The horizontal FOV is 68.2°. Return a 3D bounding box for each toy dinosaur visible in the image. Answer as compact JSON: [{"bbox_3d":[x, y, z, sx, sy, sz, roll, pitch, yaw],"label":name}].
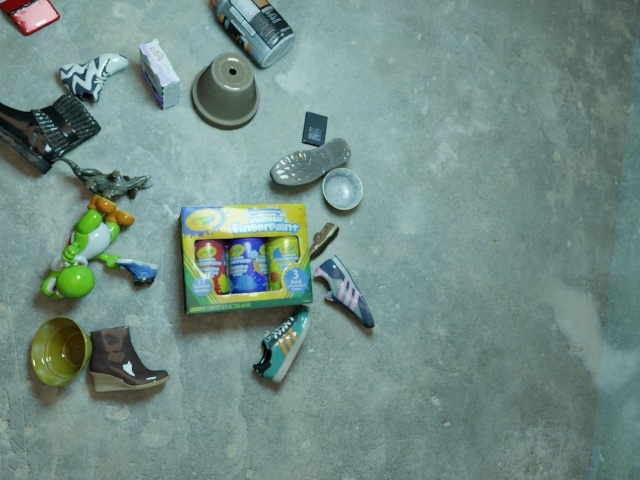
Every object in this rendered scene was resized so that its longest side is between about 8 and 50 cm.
[{"bbox_3d":[-0.744,-0.197,1.607,0.314,0.160,0.120,7,85,-12],"label":"toy dinosaur"}]

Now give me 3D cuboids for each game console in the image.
[{"bbox_3d":[-1.030,-0.813,1.678,0.144,0.085,0.124,-42,126,-19],"label":"game console"}]

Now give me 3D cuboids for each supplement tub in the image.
[{"bbox_3d":[-0.266,-0.853,1.838,0.193,0.193,0.316,-44,95,-19],"label":"supplement tub"}]

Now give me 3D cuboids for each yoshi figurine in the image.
[{"bbox_3d":[-0.750,0.046,1.539,0.204,0.203,0.362,33,76,-17],"label":"yoshi figurine"}]

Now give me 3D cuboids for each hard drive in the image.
[{"bbox_3d":[-0.023,-0.456,1.943,0.094,0.022,0.135,11,78,-16],"label":"hard drive"}]

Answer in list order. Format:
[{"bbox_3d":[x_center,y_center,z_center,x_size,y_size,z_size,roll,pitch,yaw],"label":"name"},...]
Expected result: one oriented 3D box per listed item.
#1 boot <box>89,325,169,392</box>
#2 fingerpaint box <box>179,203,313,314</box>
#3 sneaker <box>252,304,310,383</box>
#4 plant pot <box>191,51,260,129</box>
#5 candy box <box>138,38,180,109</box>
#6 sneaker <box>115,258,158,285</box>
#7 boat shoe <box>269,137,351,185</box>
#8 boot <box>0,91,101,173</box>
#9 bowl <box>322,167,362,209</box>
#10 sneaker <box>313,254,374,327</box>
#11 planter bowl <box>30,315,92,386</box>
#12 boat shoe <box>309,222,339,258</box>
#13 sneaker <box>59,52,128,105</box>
[{"bbox_3d":[-0.634,0.388,1.571,0.249,0.090,0.206,-2,84,-15],"label":"boot"},{"bbox_3d":[-0.268,0.064,1.704,0.445,0.163,0.370,-2,82,-19],"label":"fingerpaint box"},{"bbox_3d":[-0.140,0.362,1.728,0.121,0.108,0.302,30,75,-16],"label":"sneaker"},{"bbox_3d":[-0.336,-0.573,1.752,0.263,0.229,0.262,3,80,-19],"label":"plant pot"},{"bbox_3d":[-0.575,-0.589,1.692,0.070,0.196,0.164,-29,90,-20],"label":"candy box"},{"bbox_3d":[-0.630,0.111,1.612,0.152,0.058,0.084,20,76,-51],"label":"sneaker"},{"bbox_3d":[-0.043,-0.291,1.856,0.356,0.130,0.132,-23,92,-26],"label":"boat shoe"},{"bbox_3d":[-0.949,-0.422,1.575,0.348,0.131,0.260,46,78,-18],"label":"boot"},{"bbox_3d":[0.077,-0.199,1.904,0.170,0.080,0.170,3,81,-18],"label":"bowl"},{"bbox_3d":[0.091,0.220,1.841,0.131,0.112,0.318,-31,89,-3],"label":"sneaker"},{"bbox_3d":[-0.800,0.348,1.505,0.217,0.090,0.217,-2,82,17],"label":"planter bowl"},{"bbox_3d":[0.000,0.000,1.863,0.060,0.064,0.178,34,68,22],"label":"boat shoe"},{"bbox_3d":[-0.782,-0.560,1.676,0.235,0.094,0.152,-20,89,-20],"label":"sneaker"}]
